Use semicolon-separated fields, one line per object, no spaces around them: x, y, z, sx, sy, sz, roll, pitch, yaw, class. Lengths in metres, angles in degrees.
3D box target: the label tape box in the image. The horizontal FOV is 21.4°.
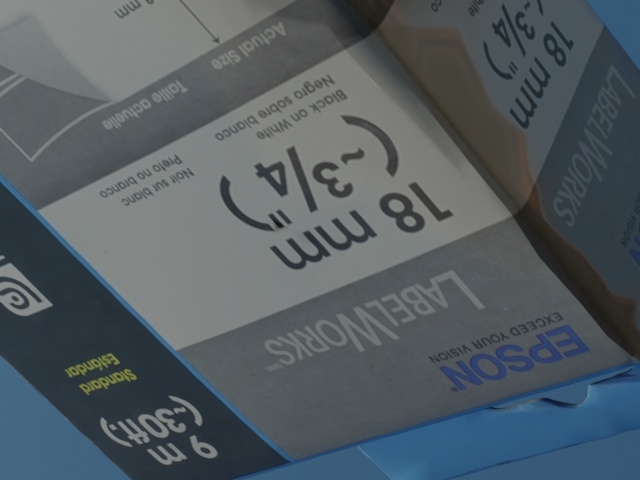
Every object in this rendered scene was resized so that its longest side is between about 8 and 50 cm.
0.000;0.000;0.602;0.333;0.241;0.106;47;-135;-22;label tape box
